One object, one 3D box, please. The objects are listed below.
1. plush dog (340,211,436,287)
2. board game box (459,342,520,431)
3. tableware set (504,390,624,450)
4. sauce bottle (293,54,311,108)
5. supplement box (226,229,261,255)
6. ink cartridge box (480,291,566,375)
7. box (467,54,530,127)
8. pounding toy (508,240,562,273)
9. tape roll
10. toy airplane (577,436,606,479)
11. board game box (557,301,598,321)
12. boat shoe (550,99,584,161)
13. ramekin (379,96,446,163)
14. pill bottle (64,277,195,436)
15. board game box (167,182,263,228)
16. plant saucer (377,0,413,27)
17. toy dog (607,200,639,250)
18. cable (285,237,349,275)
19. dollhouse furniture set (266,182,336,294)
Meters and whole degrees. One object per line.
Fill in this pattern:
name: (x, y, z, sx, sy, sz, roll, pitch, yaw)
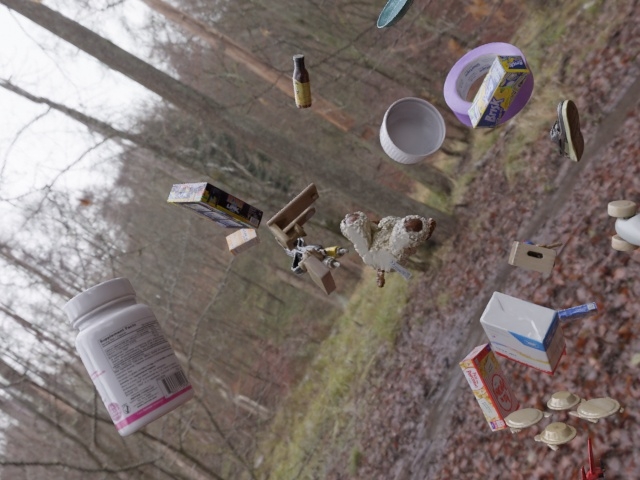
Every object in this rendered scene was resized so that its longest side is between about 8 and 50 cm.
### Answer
plush dog: (0.215, 0.003, 1.616, 0.225, 0.263, 0.210, -37, -54, -53)
board game box: (0.459, 0.393, 1.487, 0.045, 0.193, 0.147, -30, -8, 33)
tableware set: (0.398, 0.290, 0.909, 0.169, 0.020, 0.141, -21, 4, -13)
sauce bottle: (-0.047, -0.390, 1.349, 0.042, 0.042, 0.128, -55, -34, -47)
supplement box: (-0.245, -0.003, 1.748, 0.099, 0.062, 0.036, -28, -41, 5)
ink cartridge box: (0.441, 0.210, 1.180, 0.078, 0.134, 0.231, -58, -40, -17)
box: (0.384, -0.320, 1.198, 0.169, 0.059, 0.054, 107, 157, -58)
pounding toy: (0.642, 0.039, 1.624, 0.130, 0.141, 0.100, -2, -74, -77)
tape roll: (0.556, -0.515, 1.826, 0.090, 0.275, 0.274, 32, -92, -47)
toy airplane: (0.562, 0.491, 1.144, 0.028, 0.151, 0.151, -6, 42, 49)
board game box: (0.660, 0.186, 1.405, 0.090, 0.020, 0.090, -19, -23, 23)
boat shoe: (0.444, -0.196, 1.002, 0.152, 0.049, 0.056, 49, -120, -46)
ramekin: (0.292, -0.349, 1.791, 0.207, 0.207, 0.109, -58, 2, -17)
pill bottle: (-0.386, 0.228, 1.102, 0.160, 0.283, 0.160, -29, -7, -4)
board game box: (-0.242, -0.078, 1.273, 0.170, 0.141, 0.048, 28, -107, -43)
plant saucer: (0.170, -0.508, 1.191, 0.119, 0.021, 0.119, -46, 25, 29)
toy dog: (1.045, -0.023, 1.700, 0.333, 0.161, 0.220, -110, 7, -52)
cable: (-0.042, 0.052, 1.507, 0.139, 0.072, 0.287, -38, 16, -20)
dollhouse furniture set: (0.000, 0.000, 1.116, 0.123, 0.151, 0.144, -43, -21, -9)
